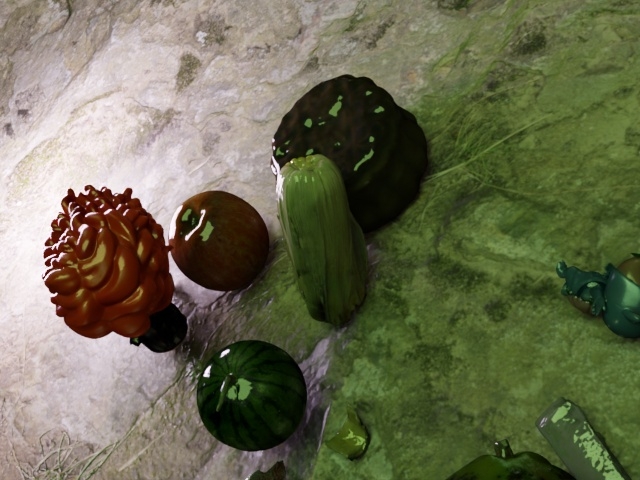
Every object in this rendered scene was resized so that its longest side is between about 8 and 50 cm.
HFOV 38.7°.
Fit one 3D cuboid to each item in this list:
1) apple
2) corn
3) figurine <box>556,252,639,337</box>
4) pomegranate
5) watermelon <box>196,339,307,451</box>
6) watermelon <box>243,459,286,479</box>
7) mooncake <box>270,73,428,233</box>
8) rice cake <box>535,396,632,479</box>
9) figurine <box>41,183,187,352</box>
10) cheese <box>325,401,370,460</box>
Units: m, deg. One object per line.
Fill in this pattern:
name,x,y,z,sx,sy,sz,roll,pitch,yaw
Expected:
apple,-0.196,-0.001,1.734,0.188,0.174,0.188,-17,55,25
corn,0.002,0.002,1.551,0.122,0.305,0.123,-2,33,19
figurine,0.439,0.063,1.351,0.178,0.114,0.144,21,76,47
pomegranate,0.273,0.418,1.223,0.204,0.276,0.222,-38,11,-39
watermelon,-0.119,0.254,1.519,0.188,0.214,0.188,-11,57,17
watermelon,-0.118,0.443,1.497,0.158,0.098,0.121,-34,52,7
mooncake,0.046,-0.157,1.677,0.291,0.161,0.290,-15,59,27
rice cake,0.411,0.367,1.226,0.073,0.056,0.365,-41,51,13
figurine,-0.362,0.068,1.668,0.241,0.411,0.306,-17,66,0
cheese,0.052,0.312,1.493,0.060,0.041,0.084,20,92,45
